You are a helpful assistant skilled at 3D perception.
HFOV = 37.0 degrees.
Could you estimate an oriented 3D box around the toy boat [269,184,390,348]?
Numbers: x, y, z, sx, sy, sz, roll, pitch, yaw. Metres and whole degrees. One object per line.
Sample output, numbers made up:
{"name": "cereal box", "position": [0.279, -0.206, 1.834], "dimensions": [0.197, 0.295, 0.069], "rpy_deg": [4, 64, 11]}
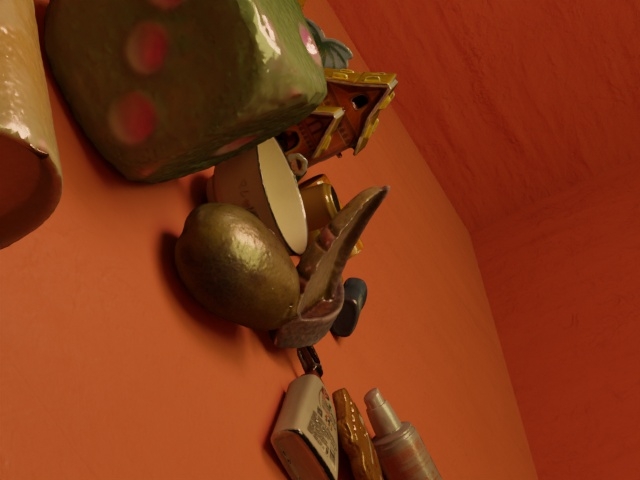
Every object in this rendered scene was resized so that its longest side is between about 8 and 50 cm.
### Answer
{"name": "toy boat", "position": [-0.004, 0.060, 1.685], "dimensions": [0.111, 0.293, 0.276], "rpy_deg": [27, 37, 13]}

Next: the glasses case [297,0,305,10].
{"name": "glasses case", "position": [-0.203, -0.503, 1.824], "dimensions": [0.371, 0.141, 0.173], "rpy_deg": [16, 27, -18]}

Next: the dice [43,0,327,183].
{"name": "dice", "position": [-0.198, -0.289, 1.446], "dimensions": [0.330, 0.322, 0.318], "rpy_deg": [66, 16, 1]}

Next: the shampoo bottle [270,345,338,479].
{"name": "shampoo bottle", "position": [-0.021, 0.285, 1.601], "dimensions": [0.153, 0.071, 0.284], "rpy_deg": [61, 14, -24]}

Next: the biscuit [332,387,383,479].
{"name": "biscuit", "position": [0.077, 0.382, 1.738], "dimensions": [0.184, 0.035, 0.248], "rpy_deg": [-98, 169, -57]}

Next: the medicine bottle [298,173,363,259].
{"name": "medicine bottle", "position": [0.014, -0.047, 2.159], "dimensions": [0.192, 0.096, 0.096], "rpy_deg": [62, 16, -12]}

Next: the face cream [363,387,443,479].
{"name": "face cream", "position": [0.154, 0.412, 1.904], "dimensions": [0.251, 0.101, 0.101], "rpy_deg": [63, 16, -5]}

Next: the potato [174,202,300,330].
{"name": "potato", "position": [-0.122, 0.051, 1.491], "dimensions": [0.251, 0.159, 0.174], "rpy_deg": [40, 54, -32]}

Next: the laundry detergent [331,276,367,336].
{"name": "laundry detergent", "position": [0.065, 0.138, 2.081], "dimensions": [0.206, 0.061, 0.096], "rpy_deg": [-51, 146, -74]}

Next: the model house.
{"name": "model house", "position": [-0.011, -0.324, 2.083], "dimensions": [0.340, 0.324, 0.300], "rpy_deg": [62, 15, -8]}

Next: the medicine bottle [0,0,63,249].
{"name": "medicine bottle", "position": [-0.385, -0.203, 0.884], "dimensions": [0.236, 0.236, 0.406], "rpy_deg": [36, 32, -59]}

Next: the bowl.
{"name": "bowl", "position": [-0.119, -0.071, 1.685], "dimensions": [0.238, 0.126, 0.237], "rpy_deg": [-16, 90, -79]}

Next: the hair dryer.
{"name": "hair dryer", "position": [0.000, 0.000, 2.014], "dimensions": [0.090, 0.135, 0.278], "rpy_deg": [-98, 166, -45]}
